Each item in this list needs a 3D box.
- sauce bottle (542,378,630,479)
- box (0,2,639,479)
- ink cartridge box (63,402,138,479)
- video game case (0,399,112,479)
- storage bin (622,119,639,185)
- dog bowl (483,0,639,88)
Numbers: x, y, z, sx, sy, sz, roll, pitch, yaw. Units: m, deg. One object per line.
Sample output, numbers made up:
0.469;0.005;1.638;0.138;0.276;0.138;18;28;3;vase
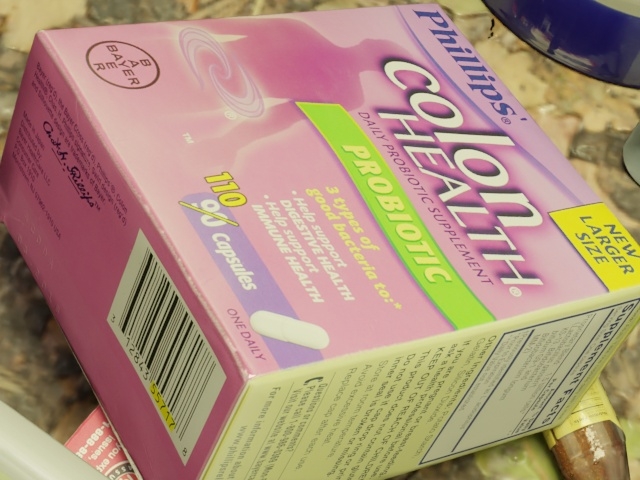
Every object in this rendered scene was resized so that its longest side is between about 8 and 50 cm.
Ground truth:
0.140;0.102;0.762;0.042;0.042;0.128;-15;69;-14;sauce bottle
0.000;0.000;0.693;0.243;0.117;0.213;-9;51;-35;box
-0.053;0.210;0.651;0.237;0.100;0.172;35;65;11;ink cartridge box
-0.176;0.208;0.577;0.329;0.036;0.300;33;102;12;video game case
0.264;-0.050;0.829;0.135;0.098;0.091;44;57;15;storage bin
0.217;-0.230;0.901;0.265;0.104;0.265;3;63;-5;dog bowl
